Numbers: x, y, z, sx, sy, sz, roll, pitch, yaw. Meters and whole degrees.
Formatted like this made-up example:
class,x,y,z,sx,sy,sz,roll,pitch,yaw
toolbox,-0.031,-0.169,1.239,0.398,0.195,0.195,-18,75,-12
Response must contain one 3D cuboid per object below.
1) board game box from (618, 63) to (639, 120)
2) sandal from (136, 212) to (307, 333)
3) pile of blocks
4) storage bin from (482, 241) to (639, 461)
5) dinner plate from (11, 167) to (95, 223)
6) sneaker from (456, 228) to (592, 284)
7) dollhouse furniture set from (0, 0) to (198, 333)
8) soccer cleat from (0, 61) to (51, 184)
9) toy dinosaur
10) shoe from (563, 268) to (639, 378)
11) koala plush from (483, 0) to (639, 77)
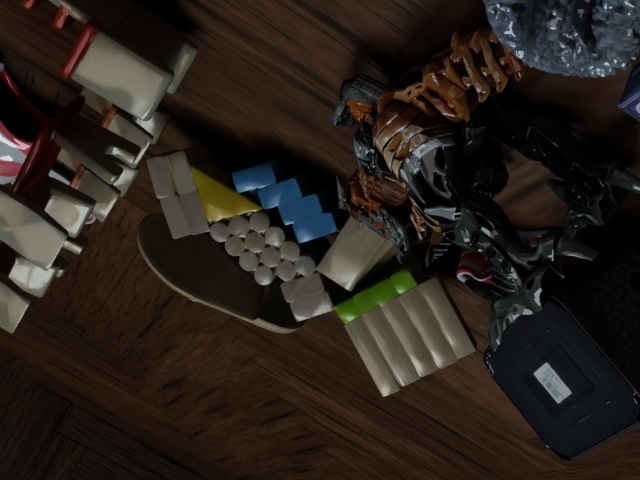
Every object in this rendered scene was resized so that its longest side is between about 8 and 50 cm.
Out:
class,x,y,z,sx,sy,sz,roll,pitch,yaw
board game box,0.288,-0.098,0.509,0.136,0.035,0.201,31,154,-8
sandal,-0.134,0.057,1.123,0.240,0.088,0.079,29,148,-16
pile of blocks,0.000,0.000,0.909,0.362,0.149,0.112,36,-163,1
storage bin,0.224,0.098,0.751,0.122,0.084,0.180,52,158,16
dinner plate,-0.353,-0.070,1.176,0.141,0.017,0.141,21,152,11
sneaker,0.178,0.024,0.796,0.118,0.067,0.042,8,148,34
dollhouse furniture set,-0.228,-0.096,0.782,0.135,0.262,0.259,33,120,-8
soccer cleat,-0.403,-0.191,0.931,0.116,0.109,0.318,-20,128,28
toy dinosaur,0.099,-0.054,0.654,0.218,0.164,0.322,42,176,5
shoe,0.295,0.090,0.819,0.178,0.081,0.063,58,164,4
koala plush,0.062,-0.186,0.395,0.221,0.196,0.203,20,163,5
